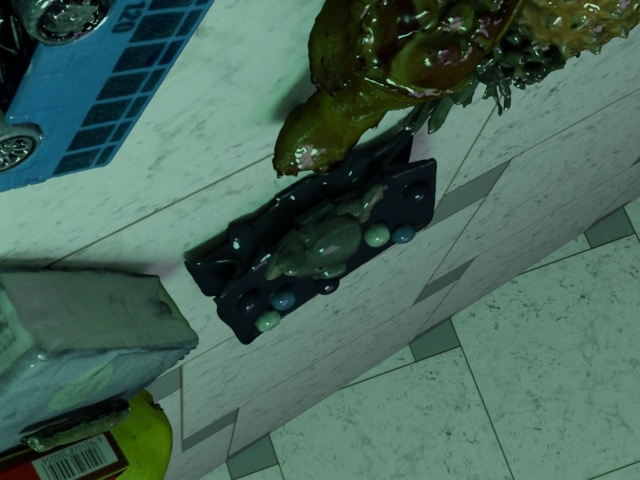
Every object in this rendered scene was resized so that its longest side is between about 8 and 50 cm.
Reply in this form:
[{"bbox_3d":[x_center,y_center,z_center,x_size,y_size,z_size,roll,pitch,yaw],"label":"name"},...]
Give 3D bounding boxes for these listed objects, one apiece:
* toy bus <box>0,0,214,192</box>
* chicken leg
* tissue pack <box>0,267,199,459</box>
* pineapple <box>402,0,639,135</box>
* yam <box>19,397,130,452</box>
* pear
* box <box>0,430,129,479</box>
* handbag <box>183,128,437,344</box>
[{"bbox_3d":[-0.136,-0.136,0.514,0.134,0.116,0.234,-18,161,-45],"label":"toy bus"},{"bbox_3d":[0.053,-0.152,0.793,0.211,0.140,0.361,-27,162,-52],"label":"chicken leg"},{"bbox_3d":[-0.358,0.184,1.020,0.394,0.124,0.288,-38,164,16],"label":"tissue pack"},{"bbox_3d":[0.199,-0.208,0.895,0.169,0.169,0.340,-20,163,-41],"label":"pineapple"},{"bbox_3d":[-0.253,0.195,0.985,0.129,0.027,0.033,-14,155,-52],"label":"yam"},{"bbox_3d":[-0.328,0.314,1.325,0.269,0.212,0.212,-39,168,-23],"label":"pear"},{"bbox_3d":[-0.337,0.282,0.997,0.153,0.074,0.240,-37,166,32],"label":"box"},{"bbox_3d":[0.000,0.000,1.213,0.326,0.118,0.269,-34,164,-6],"label":"handbag"}]
